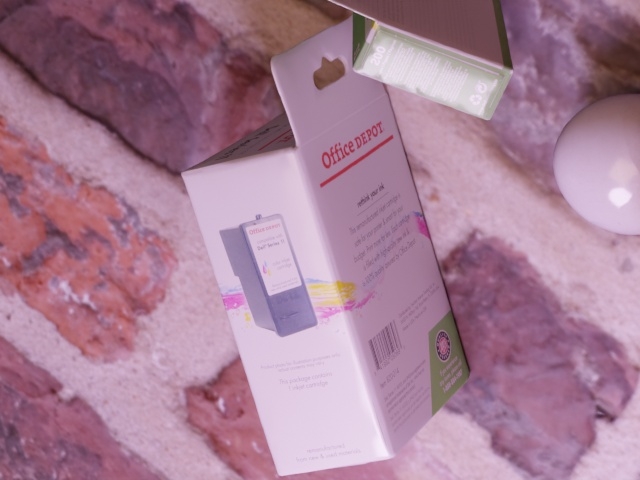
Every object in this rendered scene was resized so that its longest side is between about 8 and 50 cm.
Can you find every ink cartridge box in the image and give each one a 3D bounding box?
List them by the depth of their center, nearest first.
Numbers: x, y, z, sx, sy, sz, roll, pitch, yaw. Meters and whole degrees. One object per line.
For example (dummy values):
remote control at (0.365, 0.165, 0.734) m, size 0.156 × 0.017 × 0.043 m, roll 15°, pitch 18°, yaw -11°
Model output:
ink cartridge box at (0.038, -0.195, 1.616) m, size 0.235 × 0.171 × 0.056 m, roll 19°, pitch 119°, yaw -11°
ink cartridge box at (0.000, 0.000, 1.729) m, size 0.119 × 0.207 × 0.353 m, roll -11°, pitch 102°, yaw 27°

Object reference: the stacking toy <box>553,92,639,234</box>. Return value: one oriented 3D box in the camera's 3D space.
stacking toy at (0.390, -0.049, 1.524) m, size 0.480 × 0.351 × 0.350 m, roll 8°, pitch 112°, yaw 44°
